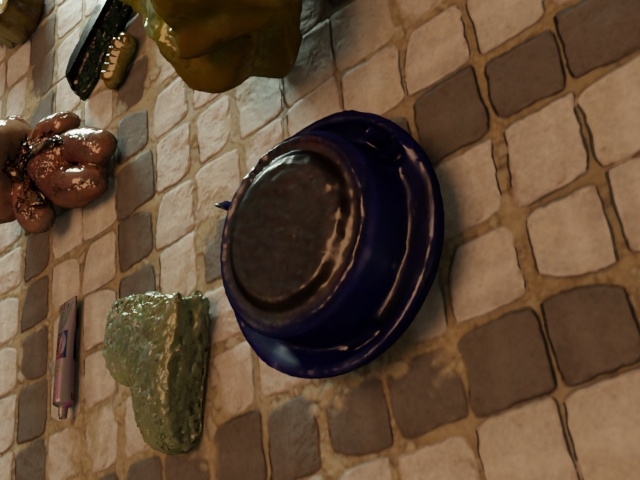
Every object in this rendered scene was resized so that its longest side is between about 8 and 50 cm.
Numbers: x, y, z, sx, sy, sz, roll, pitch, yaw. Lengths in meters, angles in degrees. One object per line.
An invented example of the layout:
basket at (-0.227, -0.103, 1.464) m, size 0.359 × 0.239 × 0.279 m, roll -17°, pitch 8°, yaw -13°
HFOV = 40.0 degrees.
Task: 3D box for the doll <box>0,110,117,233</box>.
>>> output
doll at (-0.435, -0.117, 1.297) m, size 0.303 × 0.156 × 0.201 m, roll -3°, pitch 67°, yaw 39°

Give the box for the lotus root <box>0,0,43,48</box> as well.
lotus root at (-0.598, -0.440, 1.631) m, size 0.261 × 0.074 × 0.170 m, roll 21°, pitch 89°, yaw 48°

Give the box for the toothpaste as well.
toothpaste at (-0.346, 0.159, 1.192) m, size 0.045 × 0.028 × 0.170 m, roll -32°, pitch 52°, yaw 41°

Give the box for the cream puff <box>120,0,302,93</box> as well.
cream puff at (-0.094, -0.323, 0.980) m, size 0.274 × 0.323 × 0.270 m, roll -41°, pitch 86°, yaw -10°

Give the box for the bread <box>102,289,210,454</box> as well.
bread at (-0.185, 0.130, 1.019) m, size 0.172 × 0.064 × 0.232 m, roll -52°, pitch 47°, yaw 20°

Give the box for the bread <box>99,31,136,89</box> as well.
bread at (-0.303, -0.268, 1.304) m, size 0.049 × 0.034 × 0.088 m, roll 31°, pitch 98°, yaw 52°

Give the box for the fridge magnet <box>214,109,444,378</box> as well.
fridge magnet at (0.000, 0.000, 0.846) m, size 0.265 × 0.113 × 0.265 m, roll -15°, pitch 67°, yaw 40°

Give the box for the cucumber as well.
cucumber at (-0.335, -0.327, 1.353) m, size 0.220 × 0.046 × 0.070 m, roll -56°, pitch 37°, yaw 14°
